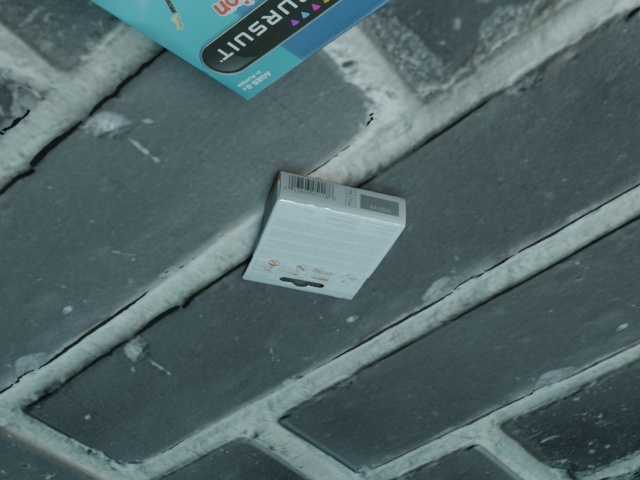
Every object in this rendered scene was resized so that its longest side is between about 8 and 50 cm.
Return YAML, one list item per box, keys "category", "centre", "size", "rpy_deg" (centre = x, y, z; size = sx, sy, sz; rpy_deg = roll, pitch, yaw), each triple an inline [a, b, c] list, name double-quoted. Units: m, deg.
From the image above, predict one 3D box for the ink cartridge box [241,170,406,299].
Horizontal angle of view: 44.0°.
- category: "ink cartridge box"
  centre: [0.000, 0.000, 0.903]
  size: [0.145, 0.045, 0.179]
  rpy_deg: [12, 148, -13]

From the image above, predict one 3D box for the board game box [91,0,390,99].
- category: "board game box"
  centre: [-0.086, -0.260, 0.547]
  size: [0.253, 0.079, 0.336]
  rpy_deg: [-27, 142, 34]
